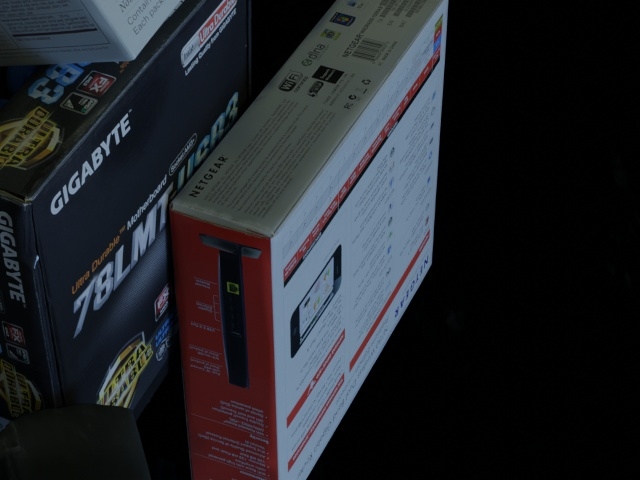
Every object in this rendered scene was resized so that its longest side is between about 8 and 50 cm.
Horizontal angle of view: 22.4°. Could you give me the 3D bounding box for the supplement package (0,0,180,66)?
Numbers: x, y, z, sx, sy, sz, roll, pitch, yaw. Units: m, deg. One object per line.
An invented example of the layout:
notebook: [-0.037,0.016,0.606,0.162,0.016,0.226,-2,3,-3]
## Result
supplement package: [-0.195,-0.268,0.988,0.199,0.198,0.262,-57,131,-30]

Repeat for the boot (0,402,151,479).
boot: [-0.227,0.272,0.850,0.367,0.146,0.445,6,39,-25]

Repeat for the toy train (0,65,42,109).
toy train: [-0.193,-0.063,1.171,0.105,0.080,0.184,54,43,-39]

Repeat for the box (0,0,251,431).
box: [-0.138,-0.016,1.122,0.293,0.073,0.295,93,21,-44]

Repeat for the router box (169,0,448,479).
router box: [0.000,0.000,1.289,0.335,0.082,0.301,-56,155,-44]
